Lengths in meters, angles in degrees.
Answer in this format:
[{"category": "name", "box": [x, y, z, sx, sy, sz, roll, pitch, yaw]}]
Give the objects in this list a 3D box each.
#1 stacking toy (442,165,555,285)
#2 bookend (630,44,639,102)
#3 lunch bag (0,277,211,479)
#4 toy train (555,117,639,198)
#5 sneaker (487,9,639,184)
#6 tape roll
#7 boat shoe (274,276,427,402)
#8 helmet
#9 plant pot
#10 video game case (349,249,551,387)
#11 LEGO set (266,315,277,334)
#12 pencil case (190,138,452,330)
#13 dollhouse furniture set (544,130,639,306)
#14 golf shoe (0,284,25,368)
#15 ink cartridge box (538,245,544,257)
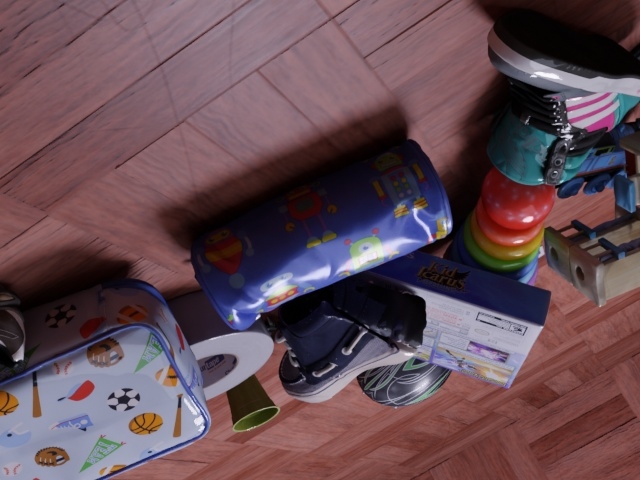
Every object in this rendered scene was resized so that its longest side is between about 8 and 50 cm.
[{"category": "stacking toy", "box": [0.249, -0.014, 1.231, 0.141, 0.141, 0.330, -23, 158, -9]}, {"category": "bookend", "box": [0.468, -0.170, 1.142, 0.157, 0.156, 0.072, 3, 143, -46]}, {"category": "lunch bag", "box": [-0.291, 0.189, 1.056, 0.303, 0.115, 0.243, -21, 130, -2]}, {"category": "toy train", "box": [0.378, -0.119, 1.250, 0.184, 0.080, 0.105, -11, 145, -30]}, {"category": "sneaker", "box": [0.241, -0.148, 1.015, 0.295, 0.124, 0.178, 0, 135, -47]}, {"category": "tape roll", "box": [-0.177, 0.153, 1.235, 0.219, 0.072, 0.219, -22, 156, -11]}, {"category": "boat shoe", "box": [-0.009, 0.128, 1.272, 0.158, 0.127, 0.340, 24, 146, -22]}, {"category": "helmet", "box": [0.140, 0.197, 1.527, 0.161, 0.169, 0.169, -24, 161, -47]}, {"category": "plant pot", "box": [-0.120, 0.256, 1.482, 0.083, 0.079, 0.083, -23, 155, -11]}, {"category": "video game case", "box": [0.170, 0.106, 1.308, 0.269, 0.061, 0.244, 18, 153, 9]}, {"category": "LEGO set", "box": [-0.087, 0.143, 1.360, 0.054, 0.023, 0.083, -20, 154, -15]}, {"category": "pencil case", "box": [0.000, 0.000, 1.051, 0.306, 0.119, 0.133, -25, 131, -3]}, {"category": "dollhouse furniture set", "box": [0.378, -0.039, 1.201, 0.129, 0.129, 0.183, -21, 120, -12]}, {"category": "golf shoe", "box": [-0.393, 0.106, 0.908, 0.198, 0.094, 0.077, -12, 153, -26]}, {"category": "ink cartridge box", "box": [0.334, 0.027, 1.542, 0.083, 0.028, 0.048, -29, 155, 6]}]
